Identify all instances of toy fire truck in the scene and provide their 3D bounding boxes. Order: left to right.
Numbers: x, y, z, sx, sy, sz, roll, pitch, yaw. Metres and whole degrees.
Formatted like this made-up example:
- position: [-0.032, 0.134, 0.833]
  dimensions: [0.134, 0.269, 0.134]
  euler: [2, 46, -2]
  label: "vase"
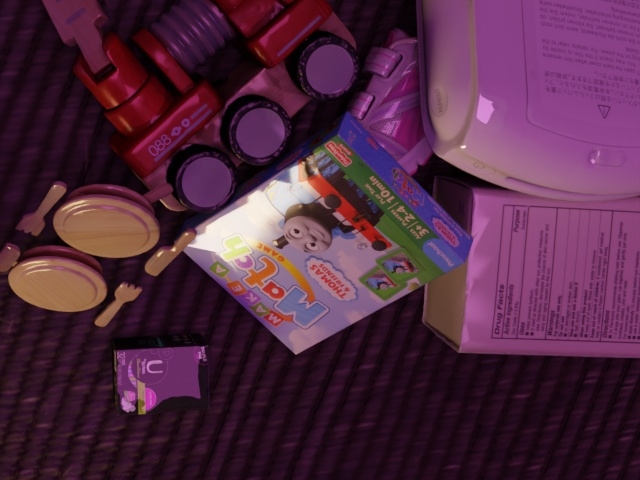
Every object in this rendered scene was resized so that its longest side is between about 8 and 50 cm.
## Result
- position: [-0.125, -0.180, 1.274]
  dimensions: [0.217, 0.158, 0.246]
  euler: [-43, 114, -3]
  label: "toy fire truck"

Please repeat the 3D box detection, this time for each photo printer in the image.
- position: [0.203, -0.186, 1.281]
  dimensions: [0.256, 0.107, 0.307]
  euler: [5, 74, -27]
  label: "photo printer"

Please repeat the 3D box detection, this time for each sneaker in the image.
- position: [0.068, -0.126, 1.337]
  dimensions: [0.252, 0.103, 0.111]
  euler: [-36, 102, -14]
  label: "sneaker"

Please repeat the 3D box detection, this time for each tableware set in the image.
- position: [-0.201, 0.002, 1.268]
  dimensions: [0.128, 0.194, 0.039]
  euler: [21, 53, -24]
  label: "tableware set"

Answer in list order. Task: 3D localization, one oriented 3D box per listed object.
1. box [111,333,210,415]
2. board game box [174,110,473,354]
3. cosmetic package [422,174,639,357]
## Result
- position: [-0.144, 0.120, 1.343]
  dimensions: [0.083, 0.052, 0.062]
  euler: [-2, 99, -13]
  label: "box"
- position: [0.000, 0.000, 1.293]
  dimensions: [0.160, 0.039, 0.211]
  euler: [44, 130, -18]
  label: "board game box"
- position: [0.255, 0.024, 1.376]
  dimensions: [0.296, 0.129, 0.153]
  euler: [4, 98, -13]
  label: "cosmetic package"
